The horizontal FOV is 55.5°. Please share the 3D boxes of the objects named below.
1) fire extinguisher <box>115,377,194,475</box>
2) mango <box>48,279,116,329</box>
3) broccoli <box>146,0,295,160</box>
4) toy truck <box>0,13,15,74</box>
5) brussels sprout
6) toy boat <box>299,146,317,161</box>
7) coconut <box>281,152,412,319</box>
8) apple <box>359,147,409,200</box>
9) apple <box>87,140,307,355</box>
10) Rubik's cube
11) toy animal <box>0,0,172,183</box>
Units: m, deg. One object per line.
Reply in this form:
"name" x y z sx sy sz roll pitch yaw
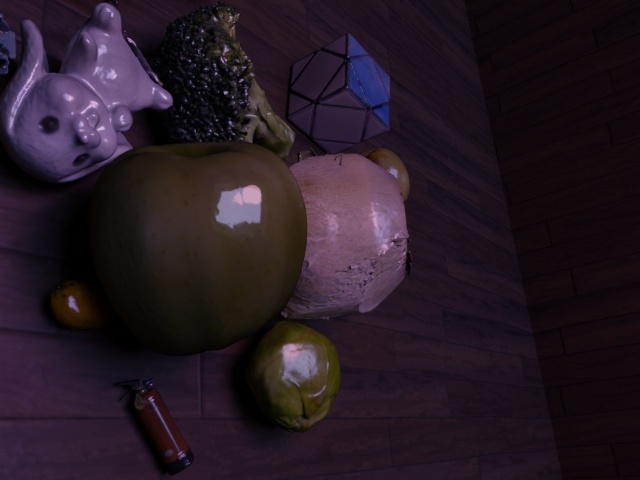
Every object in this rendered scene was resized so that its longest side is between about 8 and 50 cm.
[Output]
"fire extinguisher" -0.270 0.298 0.995 0.062 0.050 0.177 -29 99 -17
"mango" -0.367 0.102 0.944 0.114 0.057 0.078 31 40 -50
"broccoli" -0.187 -0.313 1.275 0.397 0.275 0.352 -36 126 -62
"toy truck" -0.567 -0.271 0.729 0.338 0.184 0.132 19 58 -50
"brussels sprout" -0.055 0.267 1.206 0.223 0.161 0.223 32 50 -50
"toy boat" -0.024 -0.159 1.549 0.066 0.065 0.172 40 37 -57
"coconut" 0.000 0.000 1.275 0.346 0.361 0.346 172 -90 -89
"apple" 0.157 -0.159 1.703 0.200 0.200 0.200 29 52 -45
"apple" -0.194 0.001 0.990 0.357 0.357 0.357 29 52 -45
"Rubik's cube" 0.052 -0.388 1.644 0.205 0.207 0.204 36 46 -43
"toy animal" -0.394 -0.234 0.974 0.289 0.174 0.249 -47 125 -54
